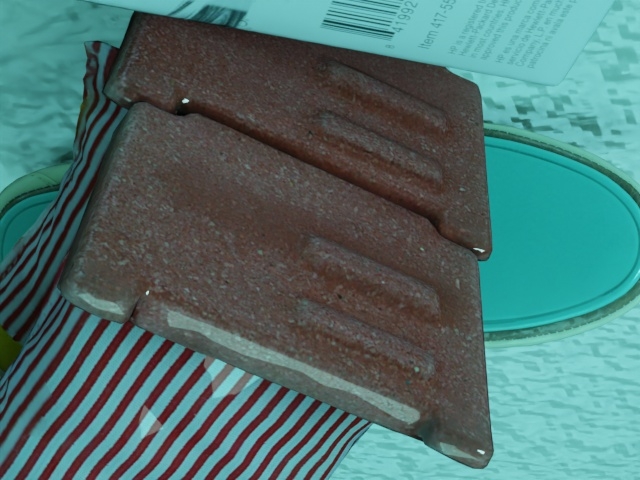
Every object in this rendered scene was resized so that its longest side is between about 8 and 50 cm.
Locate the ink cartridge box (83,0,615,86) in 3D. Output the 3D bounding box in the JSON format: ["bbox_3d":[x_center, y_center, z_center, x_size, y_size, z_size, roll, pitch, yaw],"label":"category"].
[{"bbox_3d":[-0.008,-0.119,0.431,0.191,0.082,0.139,11,150,-11],"label":"ink cartridge box"}]

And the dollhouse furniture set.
[{"bbox_3d":[-0.159,-0.006,0.505,0.374,0.152,0.201,23,131,-14],"label":"dollhouse furniture set"}]

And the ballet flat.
[{"bbox_3d":[0.000,0.000,0.664,0.248,0.086,0.086,2,151,6],"label":"ballet flat"}]
